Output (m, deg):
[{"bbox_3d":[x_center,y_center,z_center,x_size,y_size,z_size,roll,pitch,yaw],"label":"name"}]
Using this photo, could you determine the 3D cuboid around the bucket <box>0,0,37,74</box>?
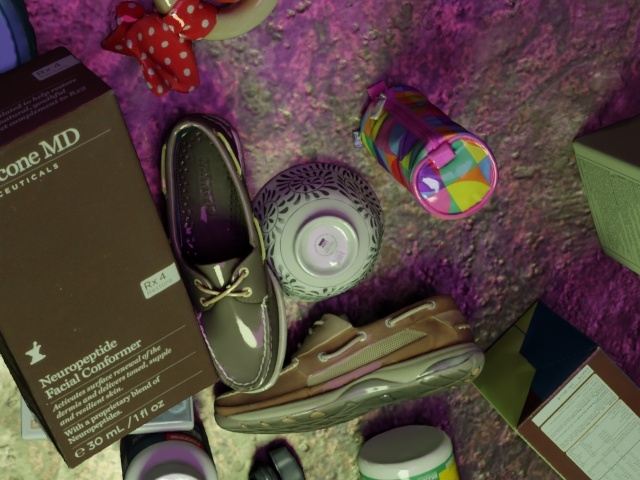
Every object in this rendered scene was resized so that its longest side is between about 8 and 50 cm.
[{"bbox_3d":[-0.425,-0.187,1.326,0.281,0.183,0.281,-3,105,-11],"label":"bucket"}]

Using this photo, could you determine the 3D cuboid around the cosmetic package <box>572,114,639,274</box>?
[{"bbox_3d":[0.402,-0.038,1.454,0.113,0.309,0.160,-21,106,-5],"label":"cosmetic package"}]

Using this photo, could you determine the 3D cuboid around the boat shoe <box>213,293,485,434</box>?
[{"bbox_3d":[0.027,0.148,1.539,0.325,0.123,0.116,-16,72,2],"label":"boat shoe"}]

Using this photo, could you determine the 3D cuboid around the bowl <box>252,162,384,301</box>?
[{"bbox_3d":[0.000,0.000,1.505,0.170,0.080,0.170,-2,104,-10],"label":"bowl"}]

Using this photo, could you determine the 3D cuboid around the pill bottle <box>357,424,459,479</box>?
[{"bbox_3d":[0.121,0.342,1.588,0.118,0.117,0.208,-15,105,-7],"label":"pill bottle"}]

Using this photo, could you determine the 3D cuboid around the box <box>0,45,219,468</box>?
[{"bbox_3d":[-0.253,0.023,1.300,0.191,0.143,0.381,-30,128,-18],"label":"box"}]

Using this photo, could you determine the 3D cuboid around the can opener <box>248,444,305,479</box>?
[{"bbox_3d":[-0.035,0.344,1.588,0.073,0.059,0.186,-23,106,-6],"label":"can opener"}]

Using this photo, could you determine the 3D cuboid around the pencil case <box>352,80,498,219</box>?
[{"bbox_3d":[0.112,-0.102,1.430,0.104,0.236,0.104,-6,112,-15],"label":"pencil case"}]

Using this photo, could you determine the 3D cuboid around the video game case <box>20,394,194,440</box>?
[{"bbox_3d":[-0.244,0.135,1.473,0.191,0.022,0.173,-2,70,-11],"label":"video game case"}]

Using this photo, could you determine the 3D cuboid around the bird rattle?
[{"bbox_3d":[-0.126,-0.285,1.397,0.207,0.143,0.253,-12,108,-25],"label":"bird rattle"}]

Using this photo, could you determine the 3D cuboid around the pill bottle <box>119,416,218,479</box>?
[{"bbox_3d":[-0.172,0.268,1.481,0.108,0.180,0.107,-3,103,-11],"label":"pill bottle"}]

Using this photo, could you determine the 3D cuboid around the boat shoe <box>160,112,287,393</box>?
[{"bbox_3d":[-0.112,0.018,1.445,0.117,0.097,0.324,-10,93,6],"label":"boat shoe"}]

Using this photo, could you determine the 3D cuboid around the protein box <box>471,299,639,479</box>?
[{"bbox_3d":[0.311,0.207,1.550,0.136,0.200,0.201,-45,107,2],"label":"protein box"}]
